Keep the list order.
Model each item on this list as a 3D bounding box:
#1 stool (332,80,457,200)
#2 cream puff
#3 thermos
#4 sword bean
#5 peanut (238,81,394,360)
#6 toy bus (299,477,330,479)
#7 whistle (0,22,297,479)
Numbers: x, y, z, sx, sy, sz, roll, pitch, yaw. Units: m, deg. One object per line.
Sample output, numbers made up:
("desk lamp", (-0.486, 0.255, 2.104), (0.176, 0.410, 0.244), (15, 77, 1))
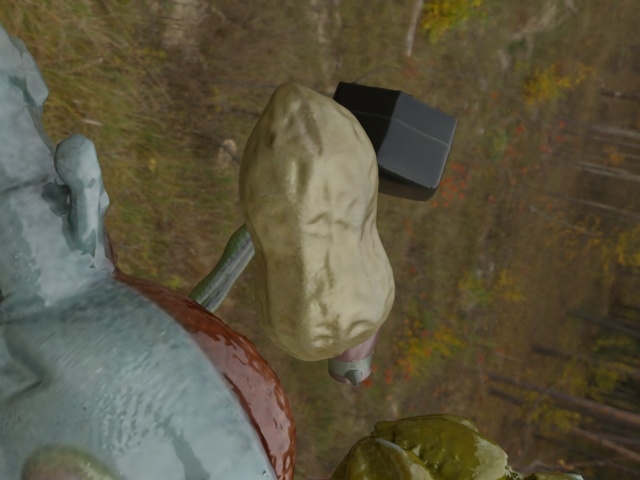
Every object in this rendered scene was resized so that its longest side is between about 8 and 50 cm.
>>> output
("stool", (0.107, -0.160, 1.368), (0.141, 0.232, 0.232), (-70, 158, -5))
("cream puff", (0.126, 0.343, 0.921), (0.379, 0.275, 0.378), (-15, 140, -13))
("thermos", (0.052, 0.147, 1.620), (0.176, 0.146, 0.264), (-103, -172, -53))
("sword bean", (-0.099, 0.002, 1.064), (0.269, 0.038, 0.043), (-58, 133, -18))
("peanut", (0.000, 0.000, 0.654), (0.123, 0.124, 0.256), (-55, 151, -40))
("toy bus", (0.006, 0.408, 1.303), (0.090, 0.203, 0.063), (31, 53, -41))
("whistle", (-0.111, 0.035, 0.385), (0.134, 0.346, 0.142), (-23, 177, -25))
